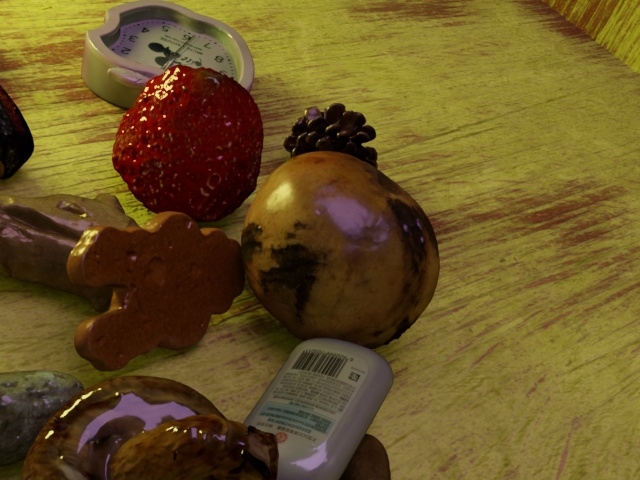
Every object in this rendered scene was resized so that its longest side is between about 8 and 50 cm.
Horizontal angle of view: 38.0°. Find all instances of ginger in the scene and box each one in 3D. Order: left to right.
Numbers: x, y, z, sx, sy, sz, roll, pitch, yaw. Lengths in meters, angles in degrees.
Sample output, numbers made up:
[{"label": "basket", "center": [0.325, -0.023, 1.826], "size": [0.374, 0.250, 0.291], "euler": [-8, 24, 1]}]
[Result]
[{"label": "ginger", "center": [-0.390, 0.004, 1.359], "size": [0.353, 0.126, 0.190], "euler": [10, 66, -20]}]

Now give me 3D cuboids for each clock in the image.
[{"label": "clock", "center": [-0.295, -0.343, 1.843], "size": [0.338, 0.102, 0.339], "euler": [14, 40, -12]}]

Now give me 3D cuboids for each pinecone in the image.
[{"label": "pinecone", "center": [0.027, -0.170, 1.768], "size": [0.179, 0.150, 0.195], "euler": [13, 42, -23]}]

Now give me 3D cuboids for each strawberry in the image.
[{"label": "strawberry", "center": [-0.213, -0.171, 1.544], "size": [0.257, 0.277, 0.257], "euler": [12, 42, -11]}]

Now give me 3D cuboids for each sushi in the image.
[{"label": "sushi", "center": [-0.571, -0.194, 1.497], "size": [0.126, 0.136, 0.225], "euler": [-27, 67, -42]}]

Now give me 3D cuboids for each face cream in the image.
[{"label": "face cream", "center": [-0.032, 0.268, 1.241], "size": [0.163, 0.080, 0.337], "euler": [10, 42, 26]}]

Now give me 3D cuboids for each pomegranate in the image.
[{"label": "pomegranate", "center": [0.031, 0.016, 1.444], "size": [0.322, 0.322, 0.322], "euler": [14, 39, -12]}]

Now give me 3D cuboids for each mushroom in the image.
[{"label": "mushroom", "center": [-0.181, 0.284, 1.064], "size": [0.283, 0.195, 0.263], "euler": [-7, 43, 14]}]

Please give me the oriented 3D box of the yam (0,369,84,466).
[{"label": "yam", "center": [-0.431, 0.221, 1.083], "size": [0.330, 0.133, 0.133], "euler": [-6, 47, -35]}]

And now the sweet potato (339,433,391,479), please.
[{"label": "sweet potato", "center": [0.054, 0.299, 1.294], "size": [0.074, 0.075, 0.269], "euler": [11, 26, -16]}]

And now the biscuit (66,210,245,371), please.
[{"label": "biscuit", "center": [-0.229, 0.063, 1.336], "size": [0.047, 0.202, 0.333], "euler": [-1, 8, 36]}]

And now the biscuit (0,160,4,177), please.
[{"label": "biscuit", "center": [-0.553, -0.080, 1.325], "size": [0.164, 0.208, 0.047], "euler": [-11, 86, -30]}]
